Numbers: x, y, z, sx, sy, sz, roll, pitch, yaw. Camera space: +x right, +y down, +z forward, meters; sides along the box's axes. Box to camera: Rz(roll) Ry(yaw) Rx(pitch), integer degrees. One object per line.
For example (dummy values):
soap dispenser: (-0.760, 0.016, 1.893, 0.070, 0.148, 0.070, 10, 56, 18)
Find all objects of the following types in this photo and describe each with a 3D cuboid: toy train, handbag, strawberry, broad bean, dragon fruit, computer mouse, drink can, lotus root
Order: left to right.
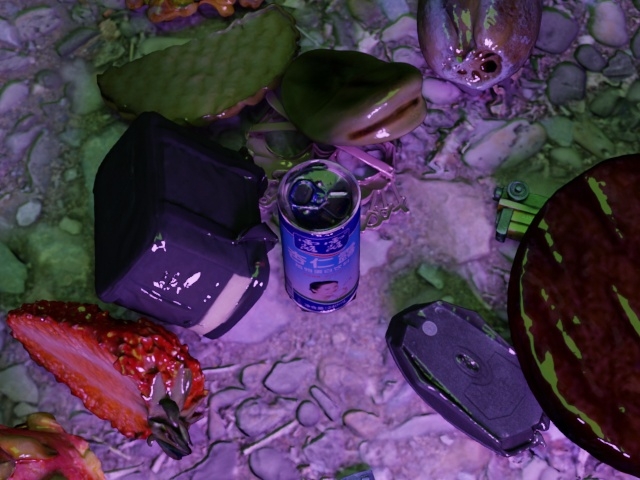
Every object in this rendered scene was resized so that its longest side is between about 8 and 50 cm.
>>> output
dragon fruit: (-0.370, 0.325, 1.602, 0.307, 0.243, 0.227, -38, 74, 17)
strawberry: (-0.227, 0.135, 1.704, 0.286, 0.188, 0.106, 32, 58, 23)
handbag: (-0.163, -0.010, 1.742, 0.181, 0.181, 0.254, 24, 36, -29)
drink can: (0.000, 0.000, 1.726, 0.097, 0.235, 0.097, 0, 64, 1)
broad bean: (0.037, -0.175, 1.809, 0.206, 0.072, 0.153, 17, 49, 44)
computer mouse: (0.173, 0.164, 1.739, 0.231, 0.071, 0.126, 38, 56, 4)
lotus root: (0.214, -0.340, 1.940, 0.158, 0.140, 0.322, -7, 56, 25)
toy train: (0.269, -0.027, 1.837, 0.122, 0.050, 0.081, 15, 75, 8)

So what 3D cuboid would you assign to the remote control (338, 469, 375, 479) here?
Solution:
remote control: (0.061, 0.336, 1.684, 0.043, 0.027, 0.152, -19, 64, -1)

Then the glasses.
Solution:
glasses: (-0.002, -0.097, 1.851, 0.255, 0.095, 0.162, 17, 67, 12)

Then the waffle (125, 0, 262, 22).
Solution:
waffle: (-0.174, -0.435, 2.028, 0.329, 0.062, 0.329, -1, 64, 3)

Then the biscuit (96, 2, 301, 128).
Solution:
biscuit: (-0.142, -0.208, 1.904, 0.273, 0.036, 0.187, -21, 41, -7)

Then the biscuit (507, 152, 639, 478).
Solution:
biscuit: (0.415, 0.092, 1.739, 0.407, 0.091, 0.407, 3, 68, -8)
